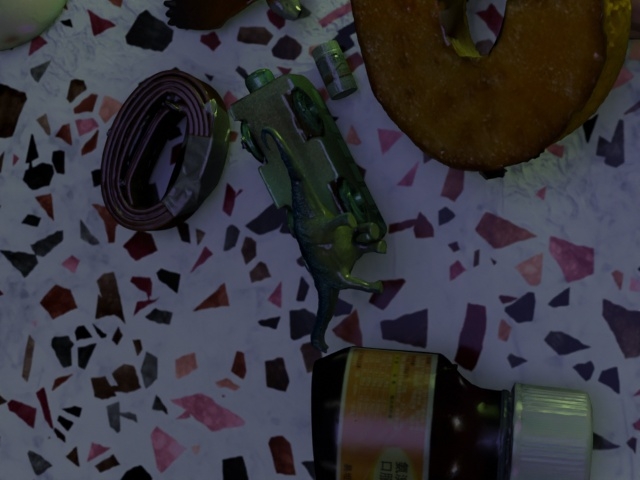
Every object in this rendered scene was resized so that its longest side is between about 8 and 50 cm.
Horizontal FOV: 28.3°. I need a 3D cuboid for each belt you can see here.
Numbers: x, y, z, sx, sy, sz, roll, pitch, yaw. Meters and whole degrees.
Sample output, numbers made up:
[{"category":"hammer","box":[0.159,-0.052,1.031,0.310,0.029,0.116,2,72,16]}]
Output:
[{"category":"belt","box":[-0.245,-0.137,2.021,0.184,0.105,0.261,30,95,13]}]

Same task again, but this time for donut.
[{"category":"donut","box":[0.236,-0.304,1.812,0.435,0.163,0.377,39,126,26]}]

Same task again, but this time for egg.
[{"category":"egg","box":[-0.577,-0.426,2.097,0.271,0.162,0.206,23,93,17]}]

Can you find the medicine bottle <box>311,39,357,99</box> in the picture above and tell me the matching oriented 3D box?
[{"category":"medicine bottle","box":[0.022,-0.265,1.978,0.047,0.047,0.083,-24,82,14]}]

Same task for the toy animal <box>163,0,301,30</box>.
[{"category":"toy animal","box":[-0.106,-0.479,2.009,0.302,0.225,0.284,10,70,4]}]

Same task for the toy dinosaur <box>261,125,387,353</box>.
[{"category":"toy dinosaur","box":[0.011,0.003,1.814,0.147,0.076,0.363,-4,115,26]}]

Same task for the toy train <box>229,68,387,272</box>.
[{"category":"toy train","box":[-0.017,-0.111,1.929,0.129,0.159,0.326,-28,84,16]}]

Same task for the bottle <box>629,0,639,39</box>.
[{"category":"bottle","box":[0.511,-0.419,1.787,0.206,0.173,0.297,25,95,54]}]

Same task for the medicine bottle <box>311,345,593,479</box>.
[{"category":"medicine bottle","box":[0.187,0.273,1.817,0.395,0.242,0.242,0,88,9]}]
